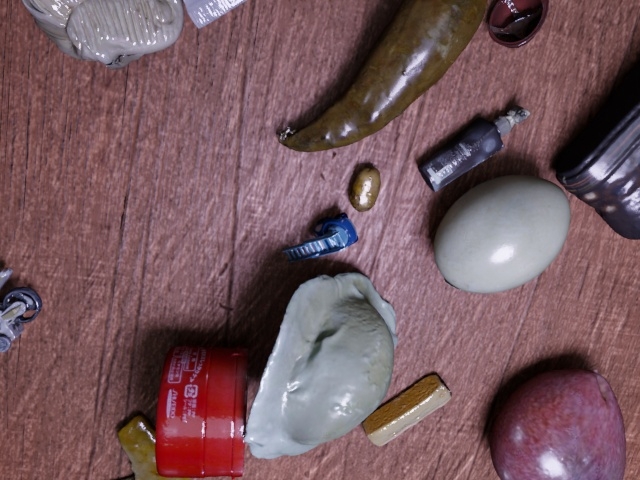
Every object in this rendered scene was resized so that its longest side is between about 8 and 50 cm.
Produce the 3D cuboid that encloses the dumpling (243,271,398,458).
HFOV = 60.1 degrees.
[{"bbox_3d":[0.026,0.207,0.950,0.211,0.321,0.270,20,119,2],"label":"dumpling"}]

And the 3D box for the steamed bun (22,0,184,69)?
[{"bbox_3d":[-0.331,-0.359,0.809,0.218,0.144,0.211,-35,117,-30],"label":"steamed bun"}]

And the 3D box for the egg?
[{"bbox_3d":[0.313,-0.012,0.960,0.253,0.186,0.186,-38,107,6],"label":"egg"}]

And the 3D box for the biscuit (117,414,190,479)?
[{"bbox_3d":[-0.357,0.447,1.076,0.183,0.039,0.174,-41,107,4],"label":"biscuit"}]

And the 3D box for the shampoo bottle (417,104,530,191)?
[{"bbox_3d":[0.272,-0.167,0.977,0.207,0.063,0.057,-36,118,3],"label":"shampoo bottle"}]

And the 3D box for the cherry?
[{"bbox_3d":[0.464,0.388,1.078,0.261,0.221,0.308,22,88,-21],"label":"cherry"}]

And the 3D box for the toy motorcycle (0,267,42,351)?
[{"bbox_3d":[-0.593,0.137,0.945,0.228,0.074,0.151,-42,103,8],"label":"toy motorcycle"}]

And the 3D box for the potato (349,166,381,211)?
[{"bbox_3d":[0.080,-0.091,0.984,0.051,0.040,0.083,11,105,-23],"label":"potato"}]

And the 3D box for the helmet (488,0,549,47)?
[{"bbox_3d":[0.338,-0.368,0.932,0.089,0.057,0.111,31,97,29],"label":"helmet"}]

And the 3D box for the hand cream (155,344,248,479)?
[{"bbox_3d":[-0.200,0.294,0.960,0.149,0.230,0.230,5,104,-9],"label":"hand cream"}]

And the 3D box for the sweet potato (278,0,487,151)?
[{"bbox_3d":[0.114,-0.275,0.901,0.130,0.130,0.422,42,105,-16],"label":"sweet potato"}]

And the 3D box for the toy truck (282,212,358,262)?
[{"bbox_3d":[0.000,0.000,0.993,0.136,0.074,0.063,-17,110,40],"label":"toy truck"}]

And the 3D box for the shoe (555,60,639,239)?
[{"bbox_3d":[0.619,-0.185,0.959,0.237,0.171,0.384,38,99,-8],"label":"shoe"}]

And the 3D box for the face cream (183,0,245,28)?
[{"bbox_3d":[-0.183,-0.528,0.723,0.234,0.137,0.420,-30,123,5],"label":"face cream"}]

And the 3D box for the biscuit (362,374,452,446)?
[{"bbox_3d":[0.175,0.343,1.111,0.188,0.052,0.056,-34,123,3],"label":"biscuit"}]
